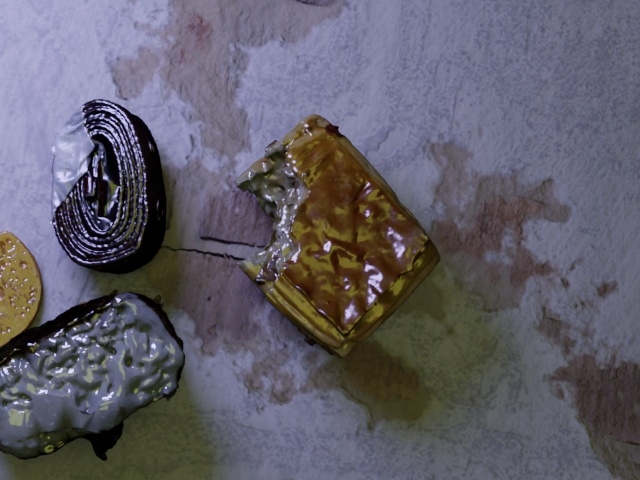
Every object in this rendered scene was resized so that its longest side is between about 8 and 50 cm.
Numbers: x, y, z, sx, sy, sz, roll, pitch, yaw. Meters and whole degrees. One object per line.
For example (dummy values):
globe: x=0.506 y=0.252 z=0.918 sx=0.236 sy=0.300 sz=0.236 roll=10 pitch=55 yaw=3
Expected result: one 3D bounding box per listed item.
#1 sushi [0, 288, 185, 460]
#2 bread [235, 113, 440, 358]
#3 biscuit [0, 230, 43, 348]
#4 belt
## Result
sushi: x=-0.384 y=0.226 z=1.678 sx=0.349 sy=0.207 sz=0.234 roll=-24 pitch=100 yaw=-15
bread: x=0.000 y=0.000 z=1.847 sx=0.370 sy=0.191 sz=0.314 roll=45 pitch=76 yaw=7
biscuit: x=-0.541 y=0.091 z=1.736 sx=0.142 sy=0.029 sz=0.220 roll=11 pitch=77 yaw=-14
belt: x=-0.358 y=-0.088 z=1.764 sx=0.184 sy=0.164 sz=0.289 roll=-4 pitch=83 yaw=8
